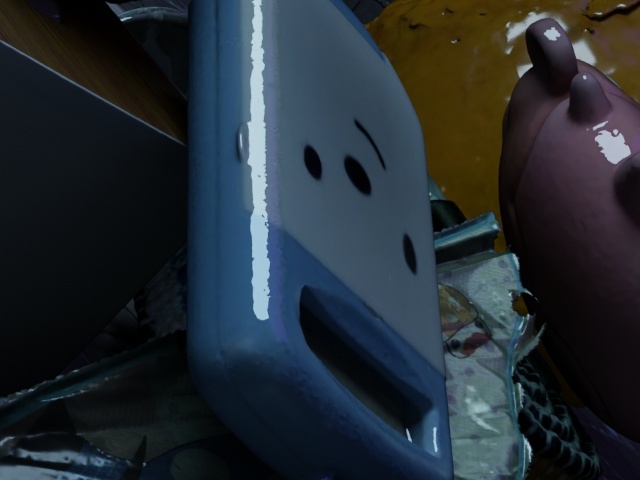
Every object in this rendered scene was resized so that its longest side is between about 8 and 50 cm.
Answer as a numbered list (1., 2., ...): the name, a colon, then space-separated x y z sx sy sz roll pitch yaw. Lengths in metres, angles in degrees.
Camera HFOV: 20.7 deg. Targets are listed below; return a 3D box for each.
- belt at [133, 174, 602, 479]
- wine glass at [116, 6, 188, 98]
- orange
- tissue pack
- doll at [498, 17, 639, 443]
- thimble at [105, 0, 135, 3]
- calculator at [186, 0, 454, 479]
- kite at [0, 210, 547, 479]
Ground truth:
1. belt: 0.021 0.053 0.800 0.207 0.150 0.257 48 9 -21
2. wine glass: -0.171 -0.156 1.002 0.241 0.126 0.126 50 13 30
3. orange: 0.156 -0.034 1.184 0.340 0.340 0.293 -4 85 -76
4. tissue pack: -0.170 -0.070 0.616 0.246 0.136 0.159 50 12 33
5. doll: 0.142 0.021 0.812 0.211 0.093 0.262 -145 -149 -80
6. thimble: -0.095 -0.198 0.632 0.196 0.148 0.229 44 8 8
7. calculator: 0.000 0.000 0.577 0.121 0.039 0.210 42 34 -42
8. kite: 0.028 0.125 0.557 0.368 0.014 0.406 18 43 -12
